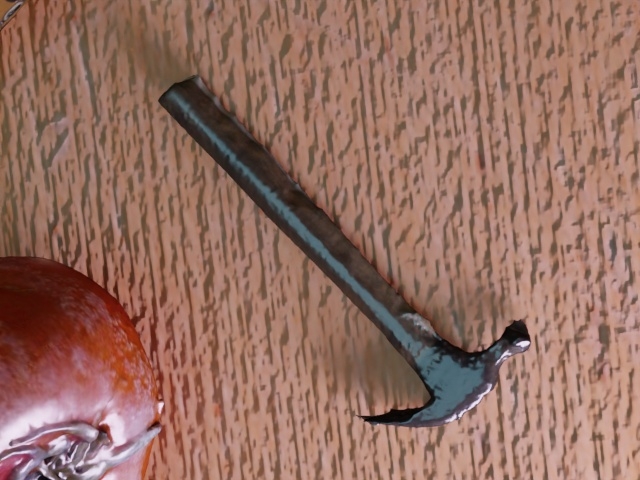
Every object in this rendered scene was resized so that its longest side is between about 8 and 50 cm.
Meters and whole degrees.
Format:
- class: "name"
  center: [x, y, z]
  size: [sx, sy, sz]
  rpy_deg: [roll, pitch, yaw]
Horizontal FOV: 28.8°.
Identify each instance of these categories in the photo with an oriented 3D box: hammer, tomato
- class: "hammer"
  center: [0.000, 0.000, 0.828]
  size: [0.125, 0.027, 0.297]
  rpy_deg: [-43, 84, 7]
- class: "tomato"
  center: [-0.220, 0.117, 0.796]
  size: [0.188, 0.232, 0.232]
  rpy_deg: [35, 101, 38]

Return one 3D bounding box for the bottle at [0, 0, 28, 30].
- class: "bottle"
  center: [-0.276, -0.186, 0.812]
  size: [0.351, 0.171, 0.171]
  rpy_deg: [-44, 83, 14]
